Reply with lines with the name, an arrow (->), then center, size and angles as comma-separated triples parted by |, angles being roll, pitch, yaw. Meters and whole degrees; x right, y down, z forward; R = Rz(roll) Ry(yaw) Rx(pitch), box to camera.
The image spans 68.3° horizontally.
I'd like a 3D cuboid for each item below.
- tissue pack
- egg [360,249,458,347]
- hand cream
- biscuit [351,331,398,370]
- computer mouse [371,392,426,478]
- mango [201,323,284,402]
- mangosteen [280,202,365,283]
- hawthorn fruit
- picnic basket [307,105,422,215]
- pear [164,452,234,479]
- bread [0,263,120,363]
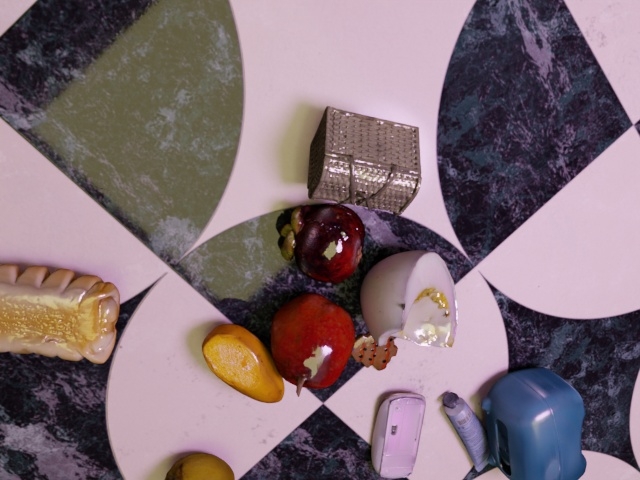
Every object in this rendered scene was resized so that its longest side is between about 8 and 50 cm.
tissue pack -> 0.531, 0.484, 1.189 | 0.206, 0.198, 0.288 | -17, 110, -12
egg -> 0.179, 0.126, 1.039 | 0.271, 0.161, 0.207 | 15, 76, -51
hand cream -> 0.396, 0.505, 1.248 | 0.091, 0.058, 0.271 | -39, 114, -11
biscuit -> 0.124, 0.263, 1.138 | 0.129, 0.019, 0.120 | 5, 105, -13
computer mouse -> 0.199, 0.490, 1.198 | 0.125, 0.056, 0.245 | 2, 106, -12
mango -> -0.157, 0.268, 1.023 | 0.141, 0.102, 0.217 | -39, 98, 26
mangosteen -> 0.000, 0.000, 0.972 | 0.180, 0.166, 0.166 | 14, 104, 10
hawthorn fruit -> -0.028, 0.223, 0.994 | 0.189, 0.251, 0.190 | 6, 117, 13
picnic basket -> 0.084, -0.142, 0.921 | 0.196, 0.134, 0.154 | 10, 62, -14
pear -> -0.274, 0.565, 1.075 | 0.162, 0.149, 0.149 | 26, 99, -14
bread -> -0.550, 0.130, 0.906 | 0.311, 0.121, 0.173 | 12, 100, -15
